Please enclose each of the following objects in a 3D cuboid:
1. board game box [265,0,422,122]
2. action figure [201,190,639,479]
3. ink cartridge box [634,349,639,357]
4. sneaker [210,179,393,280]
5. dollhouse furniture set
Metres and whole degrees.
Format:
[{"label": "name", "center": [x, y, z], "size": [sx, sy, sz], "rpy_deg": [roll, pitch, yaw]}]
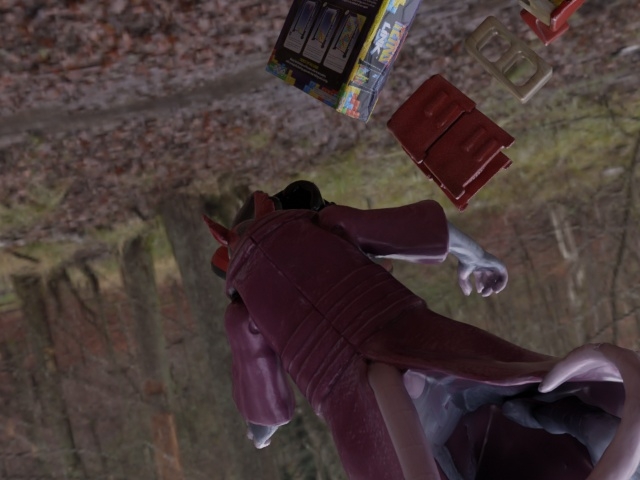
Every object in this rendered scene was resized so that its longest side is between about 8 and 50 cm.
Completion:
[{"label": "board game box", "center": [0.020, -0.221, 0.879], "size": [0.048, 0.141, 0.170], "rpy_deg": [17, -165, -37]}, {"label": "action figure", "center": [0.020, 0.084, 0.543], "size": [0.248, 0.370, 0.275], "rpy_deg": [-51, 152, 3]}, {"label": "ink cartridge box", "center": [0.580, 0.329, 1.113], "size": [0.285, 0.395, 0.166], "rpy_deg": [-9, 146, -34]}, {"label": "sneaker", "center": [0.000, 0.000, 0.976], "size": [0.276, 0.135, 0.097], "rpy_deg": [7, -164, -44]}, {"label": "dollhouse furniture set", "center": [0.284, -0.232, 1.205], "size": [0.374, 0.152, 0.201], "rpy_deg": [-46, 169, 8]}]
